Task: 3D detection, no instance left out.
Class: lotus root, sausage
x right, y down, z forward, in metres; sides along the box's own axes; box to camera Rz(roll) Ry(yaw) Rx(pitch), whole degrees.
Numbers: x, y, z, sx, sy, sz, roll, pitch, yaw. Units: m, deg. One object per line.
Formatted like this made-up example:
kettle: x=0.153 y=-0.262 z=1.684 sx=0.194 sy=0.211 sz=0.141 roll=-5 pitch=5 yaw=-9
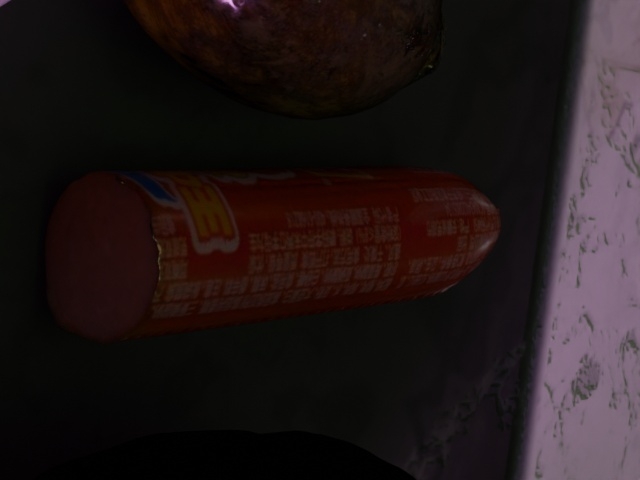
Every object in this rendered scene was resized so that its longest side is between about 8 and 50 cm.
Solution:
lotus root: x=-0.010 y=-0.113 z=0.587 sx=0.209 sy=0.120 sz=0.120 roll=25 pitch=80 yaw=-47
sausage: x=0.000 y=0.000 z=0.649 sx=0.274 sy=0.074 sz=0.074 roll=-4 pitch=101 yaw=-47

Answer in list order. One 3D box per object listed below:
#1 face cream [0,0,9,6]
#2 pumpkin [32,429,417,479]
face cream: x=-0.198 y=-0.051 z=0.439 sx=0.244 sy=0.058 sz=0.092 roll=-40 pitch=130 yaw=-27
pumpkin: x=-0.053 y=0.232 z=0.532 sx=0.315 sy=0.238 sz=0.315 roll=8 pitch=77 yaw=-38
